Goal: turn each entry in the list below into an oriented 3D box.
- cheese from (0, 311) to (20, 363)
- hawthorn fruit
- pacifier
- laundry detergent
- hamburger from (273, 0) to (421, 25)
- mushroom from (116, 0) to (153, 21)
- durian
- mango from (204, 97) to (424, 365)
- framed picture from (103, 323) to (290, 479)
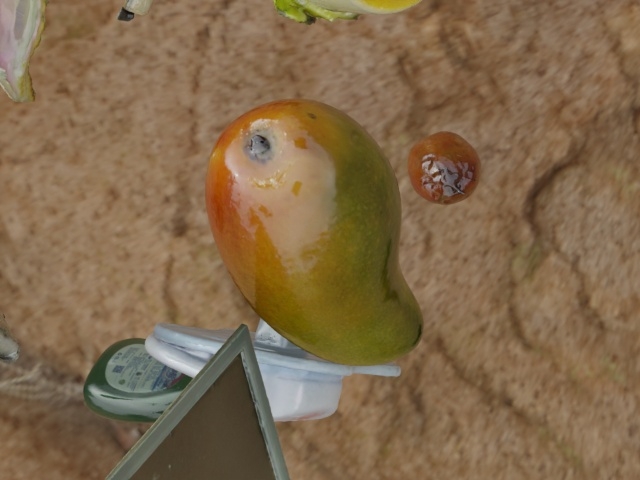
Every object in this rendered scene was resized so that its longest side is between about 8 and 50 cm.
[{"bbox_3d":[-0.345,0.006,1.204,0.034,0.400,0.085,-29,63,2],"label":"cheese"},{"bbox_3d":[0.135,-0.074,1.613,0.081,0.093,0.081,-1,103,-3],"label":"hawthorn fruit"},{"bbox_3d":[-0.041,0.063,1.478,0.238,0.287,0.225,14,88,28],"label":"pacifier"},{"bbox_3d":[-0.177,0.170,1.849,0.211,0.137,0.063,0,123,24],"label":"laundry detergent"},{"bbox_3d":[0.020,-0.191,0.896,0.081,0.126,0.141,27,90,46],"label":"hamburger"},{"bbox_3d":[-0.182,-0.310,1.565,0.060,0.061,0.187,14,116,3],"label":"mushroom"},{"bbox_3d":[-0.358,-0.234,1.625,0.078,0.140,0.224,20,144,23],"label":"durian"},{"bbox_3d":[-0.005,0.001,1.168,0.146,0.129,0.289,-24,136,-10],"label":"mango"},{"bbox_3d":[-0.105,0.237,1.172,0.018,0.293,0.231,2,120,28],"label":"framed picture"}]
